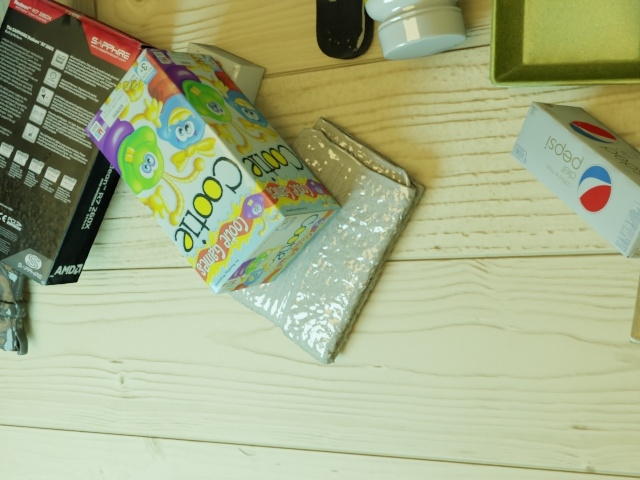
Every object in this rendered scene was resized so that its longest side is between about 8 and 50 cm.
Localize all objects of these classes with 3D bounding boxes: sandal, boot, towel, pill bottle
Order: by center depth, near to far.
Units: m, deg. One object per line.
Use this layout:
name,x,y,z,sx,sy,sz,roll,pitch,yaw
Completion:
pill bottle,0.101,-0.323,1.202,0.119,0.119,0.208,-14,86,32
sandal,0.021,-0.355,1.287,0.097,0.054,0.254,-8,89,32
towel,0.000,0.000,1.330,0.187,0.049,0.282,35,111,26
boot,-0.555,0.049,1.655,0.263,0.091,0.229,21,104,27

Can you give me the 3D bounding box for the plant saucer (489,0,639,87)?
plant saucer,0.283,-0.262,1.136,0.188,0.045,0.188,4,95,32

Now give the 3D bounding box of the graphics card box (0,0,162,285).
graphics card box,-0.394,-0.147,1.495,0.233,0.094,0.371,26,98,17

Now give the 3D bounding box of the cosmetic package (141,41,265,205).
cosmetic package,-0.163,-0.140,1.414,0.099,0.060,0.239,27,107,27

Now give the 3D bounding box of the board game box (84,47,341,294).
board game box,-0.134,-0.088,1.286,0.275,0.142,0.144,49,115,15

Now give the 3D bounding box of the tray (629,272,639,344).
tray,0.447,-0.080,1.032,0.203,0.076,0.411,12,100,31

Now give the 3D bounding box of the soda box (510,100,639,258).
soda box,0.290,-0.066,1.072,0.216,0.074,0.069,54,134,49
